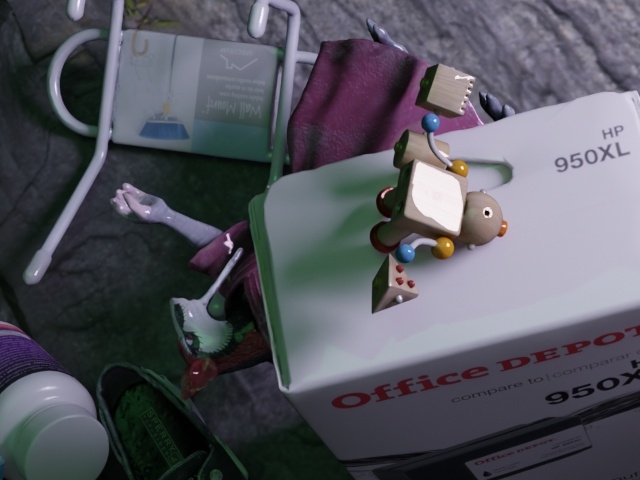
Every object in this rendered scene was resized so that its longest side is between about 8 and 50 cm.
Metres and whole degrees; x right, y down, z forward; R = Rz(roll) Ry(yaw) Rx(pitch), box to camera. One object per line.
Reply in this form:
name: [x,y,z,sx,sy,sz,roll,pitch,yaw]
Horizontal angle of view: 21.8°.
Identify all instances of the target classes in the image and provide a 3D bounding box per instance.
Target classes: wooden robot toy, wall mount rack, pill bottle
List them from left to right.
pill bottle: [-0.268,0.154,1.497,0.108,0.108,0.193,-48,38,-9]
wall mount rack: [-0.148,-0.094,1.610,0.350,0.130,0.304,9,94,22]
wooden robot toy: [0.084,-0.024,1.090,0.079,0.076,0.173,18,69,-14]

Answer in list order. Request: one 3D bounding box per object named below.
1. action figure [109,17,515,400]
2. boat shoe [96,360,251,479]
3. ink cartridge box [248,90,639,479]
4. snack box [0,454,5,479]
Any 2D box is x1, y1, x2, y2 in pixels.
action figure: [0.000,0.000,1.468,0.370,0.276,0.248,-53,35,-6]
boat shoe: [-0.105,0.223,1.447,0.108,0.102,0.301,-35,59,-1]
ink cartridge box: [0.144,0.080,1.269,0.286,0.395,0.166,-16,61,10]
snack box: [-0.397,0.158,1.526,0.060,0.187,0.322,-21,53,-33]
